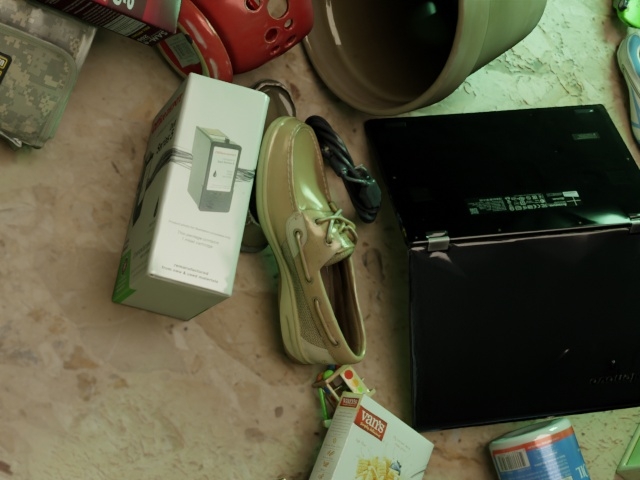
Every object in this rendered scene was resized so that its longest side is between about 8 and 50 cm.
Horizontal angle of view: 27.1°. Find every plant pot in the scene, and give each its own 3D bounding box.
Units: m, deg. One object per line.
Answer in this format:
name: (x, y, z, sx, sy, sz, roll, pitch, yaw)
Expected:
plant pot: (0.169, -0.359, 1.897, 0.280, 0.323, 0.323, -18, 85, -41)
plant pot: (-0.133, -0.312, 1.800, 0.174, 0.191, 0.191, -38, 94, -20)

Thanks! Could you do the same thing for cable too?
cable: (0.031, -0.097, 1.846, 0.047, 0.184, 0.150, -39, 68, 0)

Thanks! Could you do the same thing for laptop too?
laptop: (0.281, 0.027, 1.931, 0.381, 0.236, 0.408, -5, 47, -13)

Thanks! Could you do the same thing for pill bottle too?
pill bottle: (0.328, 0.372, 1.872, 0.124, 0.124, 0.222, -16, 86, -25)

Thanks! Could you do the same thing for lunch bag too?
lunch bag: (-0.414, -0.280, 1.686, 0.235, 0.169, 0.287, 22, 77, -22)

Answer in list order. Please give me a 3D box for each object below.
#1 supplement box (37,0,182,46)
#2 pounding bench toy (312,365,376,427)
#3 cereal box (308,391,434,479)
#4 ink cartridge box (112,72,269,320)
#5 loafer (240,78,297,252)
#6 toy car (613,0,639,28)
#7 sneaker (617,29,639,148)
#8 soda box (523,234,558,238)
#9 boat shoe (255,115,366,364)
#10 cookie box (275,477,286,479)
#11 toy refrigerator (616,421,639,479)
supplement box: (-0.284, -0.344, 1.630, 0.239, 0.073, 0.130, 18, 73, -31)
pounding bench toy: (0.019, 0.209, 1.817, 0.083, 0.052, 0.065, -39, 94, -25)
cereal box: (0.053, 0.345, 1.767, 0.173, 0.047, 0.240, 39, 64, -39)
ink cartridge box: (-0.169, -0.052, 1.717, 0.114, 0.198, 0.273, 16, 72, -18)
loafer: (-0.070, -0.109, 1.833, 0.094, 0.087, 0.251, 10, 74, -21)
toy car: (0.519, -0.446, 2.181, 0.239, 0.053, 0.225, 19, 72, -17)
sneaker: (0.542, -0.224, 2.122, 0.085, 0.086, 0.237, -15, 85, -27)
soda box: (0.316, 0.030, 1.980, 0.053, 0.060, 0.169, 21, 71, -13)
boat shoe: (0.000, 0.000, 1.770, 0.121, 0.110, 0.341, -27, 112, -53)
cookie box: (-0.061, 0.383, 1.749, 0.107, 0.040, 0.092, -43, 96, -26)
toy refrigerator: (0.557, 0.257, 2.008, 0.094, 0.102, 0.269, 38, 67, -11)
